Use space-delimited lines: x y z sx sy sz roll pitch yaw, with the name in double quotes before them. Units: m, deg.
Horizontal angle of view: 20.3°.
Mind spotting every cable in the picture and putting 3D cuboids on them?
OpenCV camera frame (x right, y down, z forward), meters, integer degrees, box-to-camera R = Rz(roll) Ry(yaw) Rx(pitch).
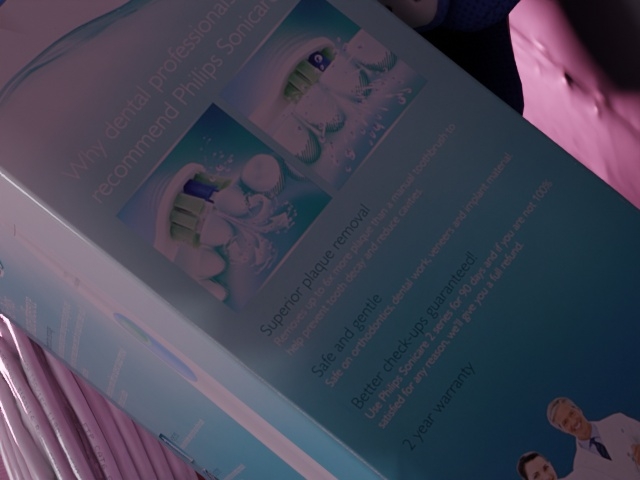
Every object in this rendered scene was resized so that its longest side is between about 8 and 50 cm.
"cable" -0.126 0.152 1.059 0.257 0.089 0.257 -171 62 -73

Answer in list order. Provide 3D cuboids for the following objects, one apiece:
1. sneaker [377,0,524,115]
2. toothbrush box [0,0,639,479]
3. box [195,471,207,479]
"sneaker" 0.034 -0.141 0.582 0.131 0.112 0.296 49 164 26
"toothbrush box" -0.019 0.007 0.635 0.295 0.126 0.216 37 163 2
"box" -0.044 0.082 1.098 0.148 0.127 0.232 136 114 -75
